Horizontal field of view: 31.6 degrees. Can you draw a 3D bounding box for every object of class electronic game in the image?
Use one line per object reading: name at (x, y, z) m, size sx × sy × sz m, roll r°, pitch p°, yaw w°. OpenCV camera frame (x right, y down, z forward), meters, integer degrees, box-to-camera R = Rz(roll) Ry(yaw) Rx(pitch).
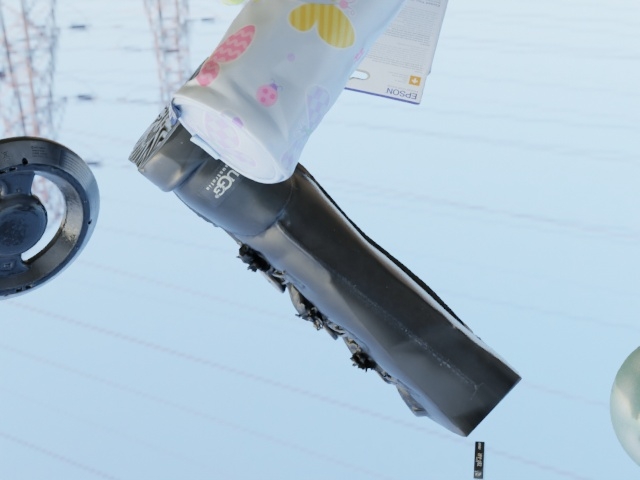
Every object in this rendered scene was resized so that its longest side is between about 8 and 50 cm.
electronic game at (-0.370, -0.022, 1.347) m, size 0.229 × 0.229 × 0.048 m, roll -18°, pitch -136°, yaw -28°

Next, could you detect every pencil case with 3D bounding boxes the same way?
pencil case at (-0.007, -0.177, 0.934) m, size 0.113 × 0.273 × 0.124 m, roll 36°, pitch 168°, yaw -5°

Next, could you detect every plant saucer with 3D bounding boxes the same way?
plant saucer at (0.446, 0.205, 1.357) m, size 0.195 × 0.195 × 0.037 m, roll 6°, pitch -176°, yaw 17°

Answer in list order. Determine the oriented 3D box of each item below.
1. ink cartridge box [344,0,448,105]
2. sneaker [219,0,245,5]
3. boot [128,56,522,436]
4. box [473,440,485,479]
ink cartridge box at (0.050, -0.297, 1.496) m, size 0.223 × 0.224 × 0.045 m, roll 13°, pitch -133°, yaw 0°
sneaker at (-0.110, -0.482, 1.734) m, size 0.091 × 0.240 × 0.126 m, roll 16°, pitch -178°, yaw 5°
boot at (0.000, 0.001, 1.274) m, size 0.445 × 0.146 × 0.367 m, roll 38°, pitch -169°, yaw -15°
box at (0.288, 0.399, 2.042) m, size 0.018 × 0.067 × 0.083 m, roll 2°, pitch 166°, yaw 11°
